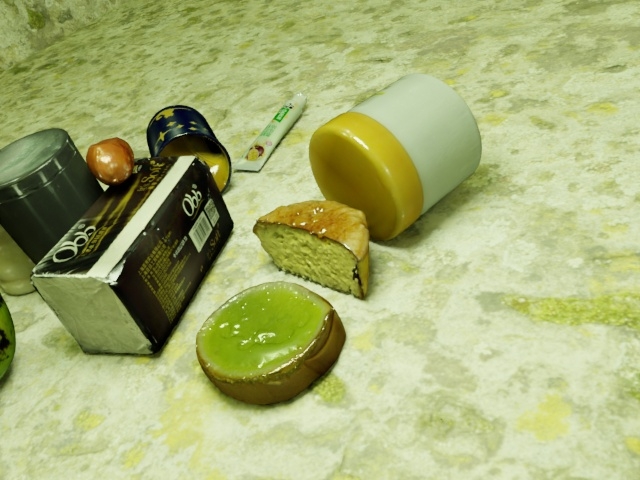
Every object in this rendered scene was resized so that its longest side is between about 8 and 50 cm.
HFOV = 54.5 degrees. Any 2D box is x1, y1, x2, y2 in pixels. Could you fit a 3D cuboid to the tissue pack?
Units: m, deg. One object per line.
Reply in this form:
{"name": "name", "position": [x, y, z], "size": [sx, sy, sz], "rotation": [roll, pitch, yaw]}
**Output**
{"name": "tissue pack", "position": [-0.324, 0.012, 1.166], "size": [0.198, 0.210, 0.370], "rotation": [-5, 37, 26]}

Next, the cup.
{"name": "cup", "position": [-0.363, -0.213, 1.475], "size": [0.255, 0.178, 0.256], "rotation": [-1, 28, -22]}

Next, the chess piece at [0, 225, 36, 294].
{"name": "chess piece", "position": [-0.677, -0.045, 1.322], "size": [0.167, 0.299, 0.167], "rotation": [-11, 36, 8]}

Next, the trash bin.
{"name": "trash bin", "position": [-0.521, -0.045, 1.252], "size": [0.252, 0.301, 0.203], "rotation": [-31, 38, -10]}

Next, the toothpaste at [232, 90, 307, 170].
{"name": "toothpaste", "position": [-0.118, -0.276, 1.588], "size": [0.058, 0.056, 0.314], "rotation": [-41, 14, 51]}

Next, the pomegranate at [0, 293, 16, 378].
{"name": "pomegranate", "position": [-0.669, 0.200, 1.058], "size": [0.261, 0.260, 0.340], "rotation": [1, 70, 26]}

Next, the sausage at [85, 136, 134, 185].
{"name": "sausage", "position": [-0.398, -0.154, 1.179], "size": [0.089, 0.089, 0.179], "rotation": [-27, 22, -10]}

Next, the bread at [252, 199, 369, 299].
{"name": "bread", "position": [0.010, -0.004, 1.103], "size": [0.260, 0.129, 0.134], "rotation": [21, 51, 40]}

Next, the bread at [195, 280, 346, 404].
{"name": "bread", "position": [-0.081, 0.154, 0.984], "size": [0.236, 0.070, 0.236], "rotation": [-13, 35, 9]}

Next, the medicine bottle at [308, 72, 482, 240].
{"name": "medicine bottle", "position": [0.136, -0.155, 1.149], "size": [0.232, 0.237, 0.238], "rotation": [-36, 39, -25]}
